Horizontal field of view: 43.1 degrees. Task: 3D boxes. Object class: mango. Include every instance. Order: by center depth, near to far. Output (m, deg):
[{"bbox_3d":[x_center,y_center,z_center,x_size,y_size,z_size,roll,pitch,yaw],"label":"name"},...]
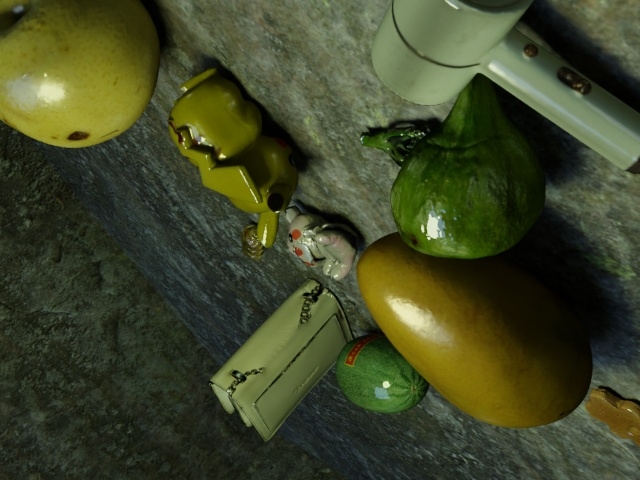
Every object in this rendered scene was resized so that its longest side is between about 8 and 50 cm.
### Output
[{"bbox_3d":[0.231,0.128,1.217,0.445,0.232,0.300,38,177,-35],"label":"mango"}]

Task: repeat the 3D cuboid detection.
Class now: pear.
[{"bbox_3d":[-0.458,-0.336,1.478,0.348,0.348,0.348,36,158,16],"label":"pear"}]

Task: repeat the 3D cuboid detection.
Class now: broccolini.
[{"bbox_3d":[0.131,-0.146,1.216,0.202,0.068,0.091,39,153,56],"label":"broccolini"}]

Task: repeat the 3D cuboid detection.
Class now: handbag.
[{"bbox_3d":[-0.098,0.288,2.017,0.160,0.358,0.237,33,157,27],"label":"handbag"}]

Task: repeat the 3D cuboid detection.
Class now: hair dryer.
[{"bbox_3d":[0.236,-0.177,0.875,0.362,0.128,0.203,34,158,0],"label":"hair dryer"}]

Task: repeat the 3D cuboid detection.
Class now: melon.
[{"bbox_3d":[0.135,0.308,1.890,0.182,0.182,0.287,51,154,-22],"label":"melon"}]

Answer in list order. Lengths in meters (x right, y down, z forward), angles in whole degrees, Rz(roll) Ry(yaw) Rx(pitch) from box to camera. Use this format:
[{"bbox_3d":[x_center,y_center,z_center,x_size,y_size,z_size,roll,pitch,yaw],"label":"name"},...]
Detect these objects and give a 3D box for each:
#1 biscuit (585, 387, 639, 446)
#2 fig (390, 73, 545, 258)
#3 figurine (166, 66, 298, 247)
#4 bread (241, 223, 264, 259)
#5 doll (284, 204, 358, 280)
[{"bbox_3d":[0.545,0.317,1.398,0.184,0.027,0.133,26,153,34],"label":"biscuit"},{"bbox_3d":[0.178,-0.104,1.021,0.203,0.203,0.235,19,130,46],"label":"fig"},{"bbox_3d":[-0.150,-0.157,1.499,0.327,0.169,0.218,44,164,-4],"label":"figurine"},{"bbox_3d":[-0.166,0.000,1.995,0.110,0.060,0.066,100,151,-66],"label":"bread"},{"bbox_3d":[0.000,0.000,1.651,0.192,0.095,0.149,15,141,53],"label":"doll"}]
